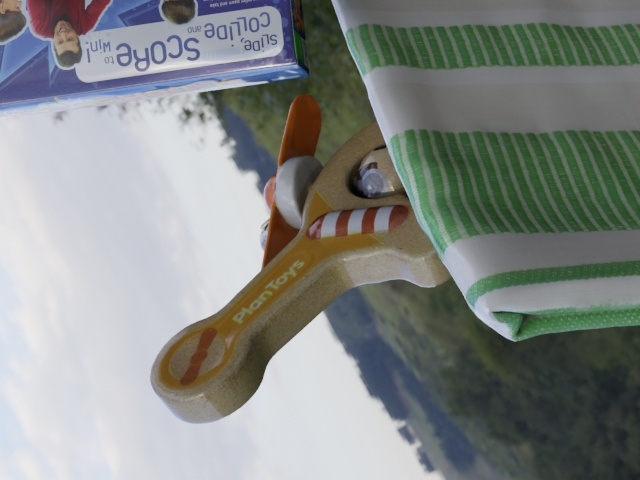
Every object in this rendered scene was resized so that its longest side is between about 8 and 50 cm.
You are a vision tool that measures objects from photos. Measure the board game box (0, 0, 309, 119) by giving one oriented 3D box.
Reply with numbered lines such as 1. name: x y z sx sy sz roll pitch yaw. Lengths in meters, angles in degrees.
1. board game box: -0.113 -0.137 0.586 0.035 0.201 0.136 2 -98 -81

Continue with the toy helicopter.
1. toy helicopter: 0.000 0.000 0.907 0.235 0.355 0.140 24 149 46

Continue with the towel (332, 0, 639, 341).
1. towel: 0.142 -0.093 0.647 0.038 0.248 0.325 106 154 -50

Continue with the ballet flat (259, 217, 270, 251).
1. ballet flat: -0.011 -0.015 1.237 0.058 0.084 0.250 53 167 -17
